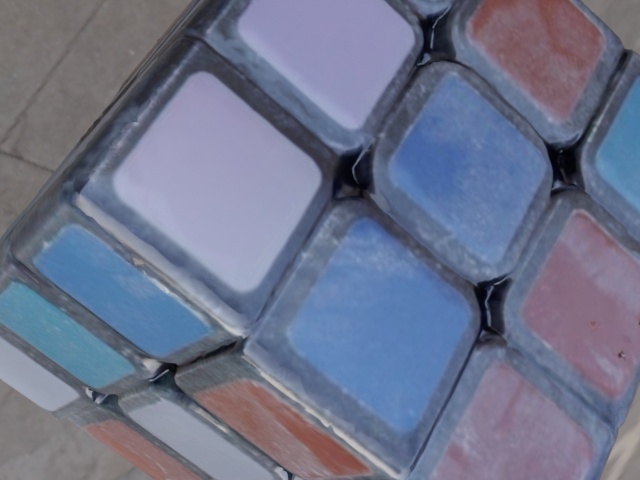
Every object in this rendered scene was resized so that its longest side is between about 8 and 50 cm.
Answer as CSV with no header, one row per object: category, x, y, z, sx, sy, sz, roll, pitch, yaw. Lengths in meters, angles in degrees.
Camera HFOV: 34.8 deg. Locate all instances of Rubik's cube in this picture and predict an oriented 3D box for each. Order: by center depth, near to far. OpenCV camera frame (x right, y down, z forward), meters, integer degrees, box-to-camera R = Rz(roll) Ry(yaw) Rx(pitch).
Rubik's cube,0.000,0.000,0.706,0.362,0.359,0.363,-56,-167,-26
